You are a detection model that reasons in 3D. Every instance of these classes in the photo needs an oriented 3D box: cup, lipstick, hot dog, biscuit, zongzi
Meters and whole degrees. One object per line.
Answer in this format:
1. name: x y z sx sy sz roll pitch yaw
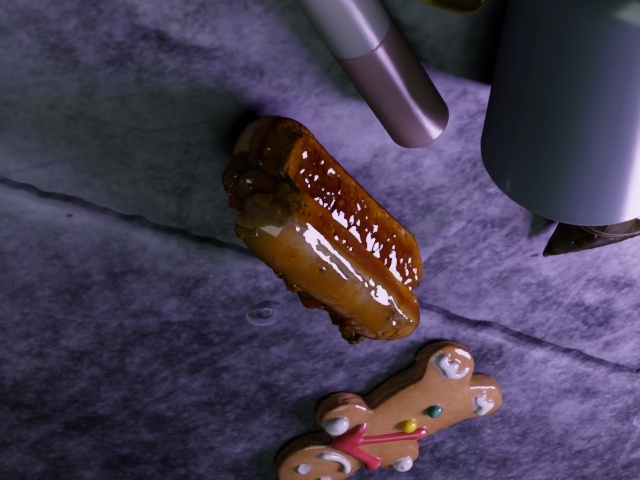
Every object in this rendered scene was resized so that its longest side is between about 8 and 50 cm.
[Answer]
1. cup: 0.278 -0.190 1.496 0.205 0.205 0.312 -7 138 -10
2. lipstick: 0.051 -0.190 1.522 0.070 0.070 0.254 -26 140 12
3. hot dog: 0.000 0.000 1.672 0.117 0.158 0.349 -14 148 27
4. biscuit: 0.087 0.263 2.083 0.340 0.047 0.216 -29 138 15
5. zongzi: 0.379 -0.033 1.817 0.187 0.084 0.184 -5 154 -19

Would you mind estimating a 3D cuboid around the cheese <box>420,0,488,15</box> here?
1. cheese: 0.162 -0.288 1.471 0.086 0.036 0.162 13 133 -32
